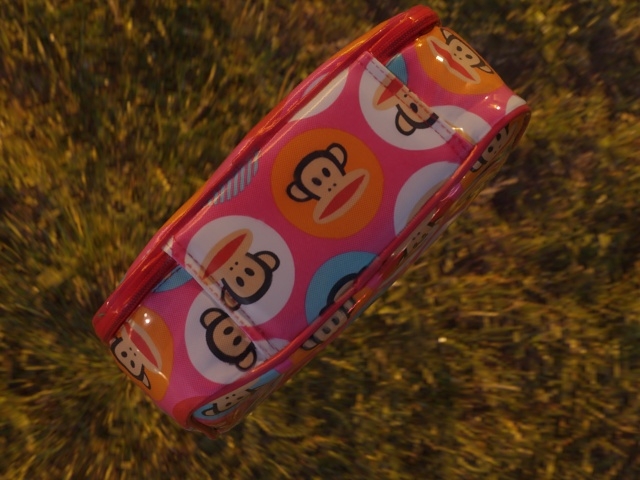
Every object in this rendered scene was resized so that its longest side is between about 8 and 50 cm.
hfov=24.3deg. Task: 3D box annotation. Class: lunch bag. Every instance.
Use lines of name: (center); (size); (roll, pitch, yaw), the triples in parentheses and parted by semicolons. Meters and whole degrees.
lunch bag: (0.000, 0.000, 0.963); (0.293, 0.258, 0.120); (-44, 81, -5)
